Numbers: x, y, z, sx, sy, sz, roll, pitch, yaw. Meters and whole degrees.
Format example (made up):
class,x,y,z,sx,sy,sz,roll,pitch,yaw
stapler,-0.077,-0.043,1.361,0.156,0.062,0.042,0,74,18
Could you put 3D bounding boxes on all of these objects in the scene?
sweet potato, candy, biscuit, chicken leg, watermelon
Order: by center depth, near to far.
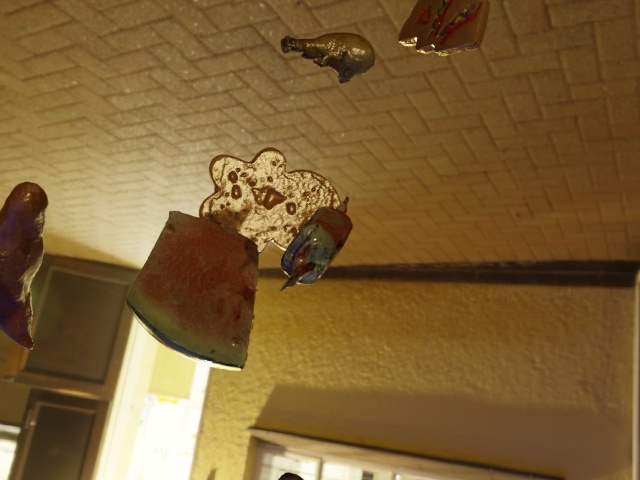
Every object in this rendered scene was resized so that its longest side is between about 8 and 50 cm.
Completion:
class,x,y,z,sx,sy,sz,roll,pitch,yaw
candy,-0.001,0.000,0.854,0.059,0.086,0.292,38,-160,0
watermelon,-0.172,0.080,0.968,0.213,0.201,0.261,24,-177,-11
sweet potato,-0.514,0.041,1.032,0.106,0.095,0.355,20,123,-2
chicken leg,0.013,-0.337,1.144,0.178,0.093,0.070,3,-158,-25
biscuit,0.238,-0.424,1.165,0.041,0.239,0.212,26,120,-35
biscuit,-0.118,-0.090,1.564,0.355,0.275,0.052,10,-178,-15

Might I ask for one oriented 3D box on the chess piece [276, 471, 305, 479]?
class,x,y,z,sx,sy,sz,roll,pitch,yaw
chess piece,0.017,0.508,0.879,0.330,0.182,0.182,48,154,-8
